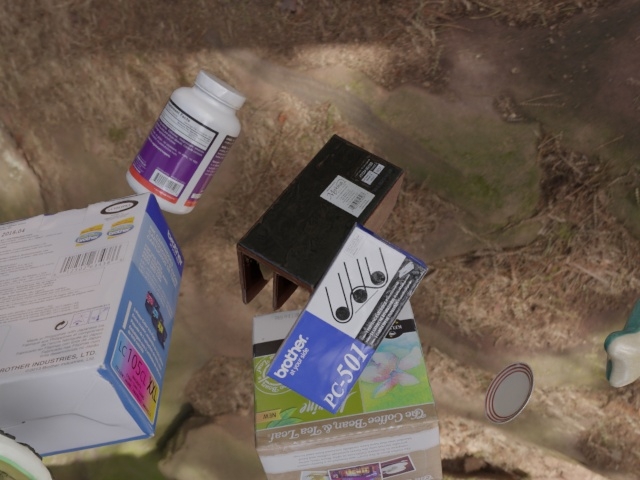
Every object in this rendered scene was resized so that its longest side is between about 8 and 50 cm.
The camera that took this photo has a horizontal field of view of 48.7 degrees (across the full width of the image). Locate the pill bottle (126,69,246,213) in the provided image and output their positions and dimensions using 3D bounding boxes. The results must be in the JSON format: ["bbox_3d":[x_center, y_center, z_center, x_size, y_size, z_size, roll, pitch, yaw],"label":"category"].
[{"bbox_3d":[-0.313,-0.234,1.687,0.182,0.181,0.322,37,102,16],"label":"pill bottle"}]

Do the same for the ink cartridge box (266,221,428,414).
[{"bbox_3d":[0.030,0.092,0.834,0.097,0.046,0.207,30,99,-2],"label":"ink cartridge box"}]

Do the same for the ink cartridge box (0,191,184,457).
[{"bbox_3d":[-0.345,0.087,0.965,0.270,0.395,0.151,-11,130,7],"label":"ink cartridge box"}]

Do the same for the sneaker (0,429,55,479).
[{"bbox_3d":[-0.385,0.210,0.564,0.158,0.182,0.410,-5,142,27],"label":"sneaker"}]

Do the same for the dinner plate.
[{"bbox_3d":[0.391,0.316,1.457,0.017,0.141,0.141,35,132,-16],"label":"dinner plate"}]

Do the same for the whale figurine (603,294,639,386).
[{"bbox_3d":[0.538,0.116,1.098,0.141,0.272,0.216,52,168,52],"label":"whale figurine"}]

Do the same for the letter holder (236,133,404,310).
[{"bbox_3d":[0.000,0.000,1.276,0.152,0.301,0.214,30,148,15],"label":"letter holder"}]

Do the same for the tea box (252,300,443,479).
[{"bbox_3d":[0.047,0.307,1.400,0.329,0.323,0.219,-10,133,1],"label":"tea box"}]
